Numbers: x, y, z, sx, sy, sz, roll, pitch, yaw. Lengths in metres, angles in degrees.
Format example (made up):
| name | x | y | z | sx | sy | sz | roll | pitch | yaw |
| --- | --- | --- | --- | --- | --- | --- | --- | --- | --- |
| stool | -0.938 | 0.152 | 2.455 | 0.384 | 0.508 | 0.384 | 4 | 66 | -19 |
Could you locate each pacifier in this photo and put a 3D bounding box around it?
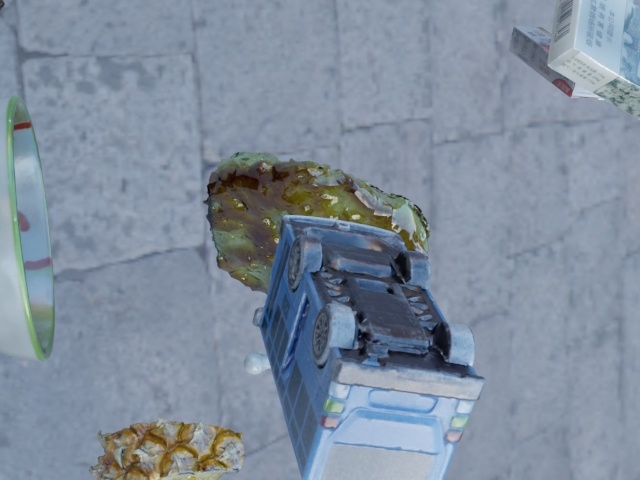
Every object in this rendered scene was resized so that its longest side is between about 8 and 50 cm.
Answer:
| name | x | y | z | sx | sy | sz | roll | pitch | yaw |
| --- | --- | --- | --- | --- | --- | --- | --- | --- | --- |
| pacifier | -0.061 | 0.158 | 1.538 | 0.078 | 0.099 | 0.081 | -6 | 127 | -17 |

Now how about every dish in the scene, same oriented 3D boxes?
| name | x | y | z | sx | sy | sz | roll | pitch | yaw |
| --- | --- | --- | --- | --- | --- | --- | --- | --- | --- |
| dish | -0.407 | -0.009 | 1.455 | 0.324 | 0.124 | 0.324 | 174 | -90 | -84 |

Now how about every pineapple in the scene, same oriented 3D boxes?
| name | x | y | z | sx | sy | sz | roll | pitch | yaw |
| --- | --- | --- | --- | --- | --- | --- | --- | --- | --- |
| pineapple | -0.197 | 0.253 | 1.354 | 0.135 | 0.233 | 0.079 | 8 | 62 | -34 |

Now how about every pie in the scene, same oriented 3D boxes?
| name | x | y | z | sx | sy | sz | roll | pitch | yaw |
| --- | --- | --- | --- | --- | --- | --- | --- | --- | --- |
| pie | 0.000 | 0.000 | 1.546 | 0.354 | 0.288 | 0.103 | 84 | 21 | -56 |

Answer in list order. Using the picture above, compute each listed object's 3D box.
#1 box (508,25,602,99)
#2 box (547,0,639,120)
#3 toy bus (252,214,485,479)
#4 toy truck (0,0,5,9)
| name | x | y | z | sx | sy | sz | roll | pitch | yaw |
| --- | --- | --- | --- | --- | --- | --- | --- | --- | --- |
| box | 0.334 | -0.254 | 1.696 | 0.055 | 0.218 | 0.039 | 1 | 116 | -16 |
| box | 0.158 | -0.096 | 0.618 | 0.083 | 0.024 | 0.054 | 26 | 57 | -21 |
| toy bus | 0.026 | 0.081 | 0.907 | 0.116 | 0.234 | 0.133 | 8 | 114 | -16 |
| toy truck | -0.239 | -0.141 | 0.685 | 0.127 | 0.127 | 0.257 | -72 | -175 | -58 |
